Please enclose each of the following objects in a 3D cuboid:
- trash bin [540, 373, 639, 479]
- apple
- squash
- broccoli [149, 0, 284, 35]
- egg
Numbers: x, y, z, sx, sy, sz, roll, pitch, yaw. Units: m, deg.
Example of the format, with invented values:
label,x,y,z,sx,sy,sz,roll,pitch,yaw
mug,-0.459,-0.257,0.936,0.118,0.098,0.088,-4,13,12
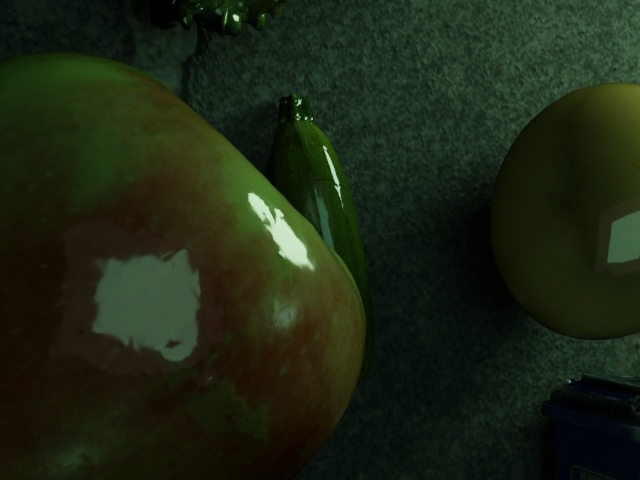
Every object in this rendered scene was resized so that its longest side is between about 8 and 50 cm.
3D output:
label,x,y,z,sx,sy,sz,roll,pitch,yaw
trash bin,0.302,0.246,0.878,0.184,0.162,0.235,7,88,-25
apple,-0.144,0.047,0.596,0.277,0.319,0.319,-46,106,-3
squash,0.000,0.000,0.799,0.066,0.066,0.252,-12,90,-26
broccoli,-0.040,-0.269,0.705,0.263,0.243,0.247,22,70,-30
egg,0.245,-0.020,0.841,0.201,0.201,0.244,48,46,-14
